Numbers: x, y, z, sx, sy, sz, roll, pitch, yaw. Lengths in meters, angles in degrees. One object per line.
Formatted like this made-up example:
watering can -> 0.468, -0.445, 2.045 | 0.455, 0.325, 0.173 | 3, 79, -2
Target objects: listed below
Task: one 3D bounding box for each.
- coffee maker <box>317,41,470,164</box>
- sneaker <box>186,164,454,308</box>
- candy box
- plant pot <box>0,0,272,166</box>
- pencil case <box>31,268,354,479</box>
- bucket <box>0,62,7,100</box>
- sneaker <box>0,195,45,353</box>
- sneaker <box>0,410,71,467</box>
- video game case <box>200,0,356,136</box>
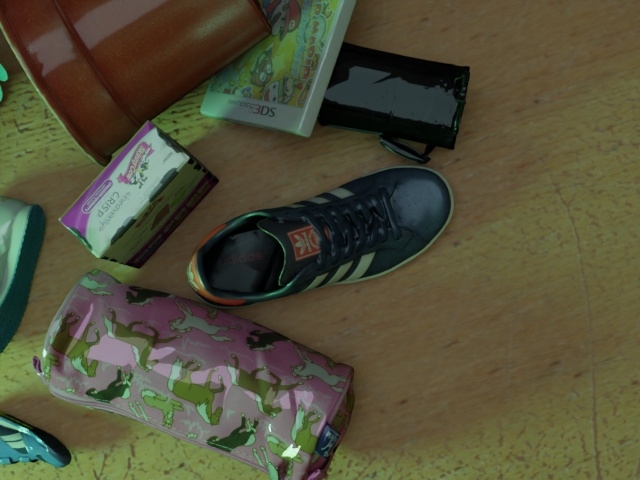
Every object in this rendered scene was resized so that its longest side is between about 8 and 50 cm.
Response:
coffee maker -> 0.089, -0.186, 1.817 | 0.178, 0.171, 0.120 | 11, 64, 3
sneaker -> 0.000, 0.000, 1.822 | 0.350, 0.148, 0.131 | -22, 84, 2
candy box -> -0.215, -0.051, 1.799 | 0.071, 0.233, 0.159 | 42, 89, 6
plant pot -> -0.219, -0.273, 1.792 | 0.265, 0.272, 0.272 | -30, 84, 3
pencil case -> -0.151, 0.171, 1.819 | 0.386, 0.167, 0.160 | 21, 120, 6
bucket -> -0.544, -0.202, 1.812 | 0.281, 0.281, 0.183 | -39, 82, 1
sneaker -> -0.427, 0.055, 1.888 | 0.092, 0.087, 0.229 | 14, 80, 12
sneaker -> -0.384, 0.262, 1.881 | 0.144, 0.053, 0.059 | 22, 87, 14
video game case -> -0.049, -0.250, 1.840 | 0.206, 0.026, 0.227 | 16, 86, 48
